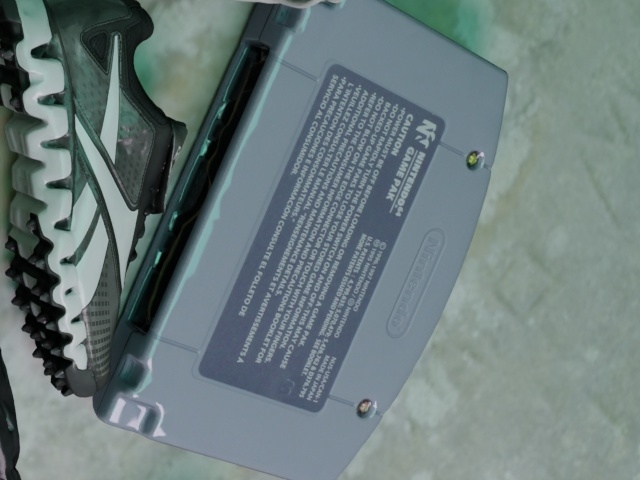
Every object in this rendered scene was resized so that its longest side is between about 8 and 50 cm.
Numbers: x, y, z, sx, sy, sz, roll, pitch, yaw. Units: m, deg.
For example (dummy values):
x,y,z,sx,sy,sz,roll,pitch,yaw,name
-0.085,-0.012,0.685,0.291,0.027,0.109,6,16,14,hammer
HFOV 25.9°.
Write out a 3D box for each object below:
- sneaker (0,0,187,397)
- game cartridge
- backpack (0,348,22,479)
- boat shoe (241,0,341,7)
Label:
x,y,z,sx,sy,sz,roll,pitch,yaw,name
-0.118,-0.028,0.762,0.106,0.078,0.234,-12,108,-27,sneaker
0.000,0.000,0.861,0.196,0.060,0.294,24,90,-31,game cartridge
-0.245,0.117,0.702,0.182,0.115,0.152,-15,114,-25,backpack
-0.009,-0.165,0.729,0.267,0.088,0.096,4,133,-13,boat shoe
